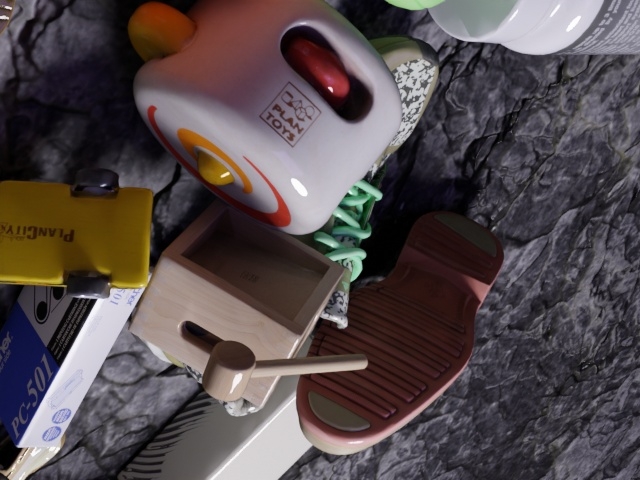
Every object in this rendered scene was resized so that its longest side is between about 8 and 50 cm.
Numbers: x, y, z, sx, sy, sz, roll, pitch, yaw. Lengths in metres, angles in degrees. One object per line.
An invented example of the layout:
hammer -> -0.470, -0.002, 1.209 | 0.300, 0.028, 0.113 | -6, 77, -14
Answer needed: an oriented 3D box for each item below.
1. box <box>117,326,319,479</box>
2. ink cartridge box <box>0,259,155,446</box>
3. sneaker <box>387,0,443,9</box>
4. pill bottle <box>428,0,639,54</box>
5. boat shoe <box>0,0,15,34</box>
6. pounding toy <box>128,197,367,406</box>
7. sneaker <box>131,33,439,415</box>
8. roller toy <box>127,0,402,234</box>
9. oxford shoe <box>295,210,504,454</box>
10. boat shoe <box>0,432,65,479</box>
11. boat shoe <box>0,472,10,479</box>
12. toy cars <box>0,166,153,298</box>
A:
box -> -0.085, 0.213, 1.339 | 0.275, 0.094, 0.113 | -45, 144, 3
ink cartridge box -> -0.229, 0.075, 1.069 | 0.046, 0.097, 0.207 | 8, 121, -46
sneaker -> 0.075, -0.368, 0.803 | 0.202, 0.185, 0.483 | -18, 148, 4
pill bottle -> 0.241, -0.253, 1.114 | 0.283, 0.161, 0.161 | -7, 131, -38
boat shoe -> -0.261, -0.151, 0.869 | 0.056, 0.048, 0.153 | 8, 115, -32
pounding toy -> -0.057, 0.081, 0.962 | 0.094, 0.181, 0.206 | -62, 176, 29
sneaker -> 0.000, 0.000, 1.129 | 0.158, 0.182, 0.410 | 18, 114, -50
roller toy -> -0.046, -0.104, 0.956 | 0.146, 0.191, 0.209 | -52, 152, -16
oxford shoe -> 0.082, 0.118, 1.252 | 0.397, 0.140, 0.146 | -42, 159, -51
boat shoe -> -0.314, 0.221, 1.186 | 0.135, 0.050, 0.045 | -46, 131, 2
boat shoe -> -0.398, 0.348, 1.150 | 0.122, 0.120, 0.324 | -36, 148, -81
toy cars -> -0.306, 0.061, 0.954 | 0.394, 0.176, 0.087 | -37, 173, -6
